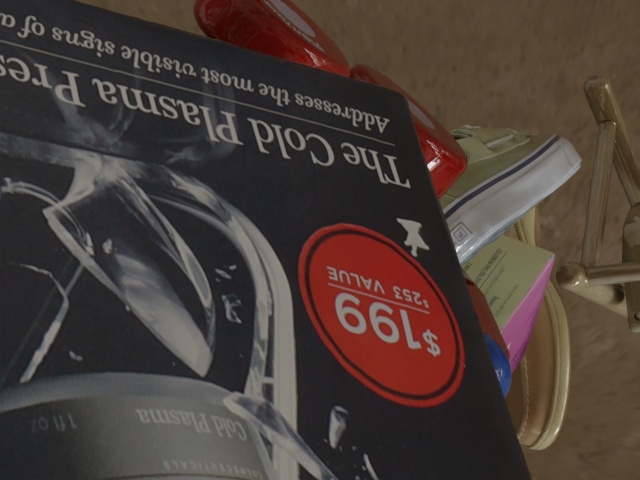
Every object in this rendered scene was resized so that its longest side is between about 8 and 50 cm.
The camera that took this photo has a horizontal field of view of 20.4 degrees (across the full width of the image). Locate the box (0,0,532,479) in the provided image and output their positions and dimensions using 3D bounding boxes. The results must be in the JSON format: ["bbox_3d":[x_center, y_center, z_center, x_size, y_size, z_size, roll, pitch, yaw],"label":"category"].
[{"bbox_3d":[-0.109,0.093,0.512,0.179,0.343,0.312,-41,52,38],"label":"box"}]

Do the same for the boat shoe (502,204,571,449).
[{"bbox_3d":[0.176,0.056,1.857,0.110,0.122,0.341,0,64,-19],"label":"boat shoe"}]

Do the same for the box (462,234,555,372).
[{"bbox_3d":[0.059,0.056,1.591,0.243,0.213,0.117,21,115,13],"label":"box"}]

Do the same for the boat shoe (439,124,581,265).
[{"bbox_3d":[0.135,-0.053,1.470,0.109,0.302,0.094,-42,85,24],"label":"boat shoe"}]

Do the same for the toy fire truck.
[{"bbox_3d":[0.000,0.000,1.045,0.169,0.302,0.254,-46,43,13],"label":"toy fire truck"}]

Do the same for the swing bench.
[{"bbox_3d":[0.328,0.008,1.184,0.253,0.255,0.165,-7,56,31],"label":"swing bench"}]
